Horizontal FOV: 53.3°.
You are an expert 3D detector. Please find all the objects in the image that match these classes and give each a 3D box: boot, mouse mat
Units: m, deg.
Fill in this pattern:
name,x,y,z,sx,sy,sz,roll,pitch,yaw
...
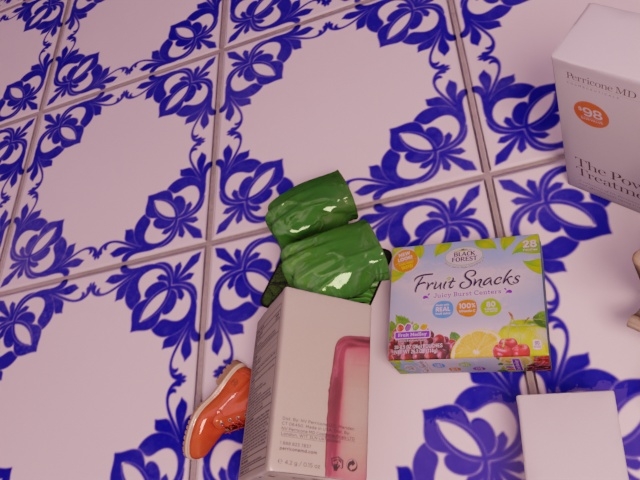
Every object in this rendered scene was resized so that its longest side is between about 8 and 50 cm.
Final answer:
name,x,y,z,sx,sy,sz,roll,pitch,yaw
boot,-0.136,0.261,0.937,0.084,0.059,0.158,25,73,28
mouse mat,0.006,0.061,1.021,0.190,0.007,0.152,15,68,30

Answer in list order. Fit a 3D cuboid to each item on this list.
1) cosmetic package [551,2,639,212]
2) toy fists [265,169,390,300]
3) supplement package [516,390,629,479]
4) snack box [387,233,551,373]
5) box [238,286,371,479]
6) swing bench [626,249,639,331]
name,x,y,z,sx,sy,sz,roll,pitch,yaw
cosmetic package,0.469,-0.101,0.734,0.377,0.284,0.097,31,77,35
toy fists,0.000,0.000,0.981,0.142,0.096,0.279,-19,40,-3
supplement package,0.286,0.269,0.709,0.105,0.105,0.179,-8,59,21
snack box,0.202,0.089,0.875,0.207,0.070,0.174,-5,60,21
box,-0.019,0.202,0.837,0.127,0.148,0.232,14,60,-16
swing bench,0.472,0.063,0.651,0.253,0.254,0.165,25,71,34
